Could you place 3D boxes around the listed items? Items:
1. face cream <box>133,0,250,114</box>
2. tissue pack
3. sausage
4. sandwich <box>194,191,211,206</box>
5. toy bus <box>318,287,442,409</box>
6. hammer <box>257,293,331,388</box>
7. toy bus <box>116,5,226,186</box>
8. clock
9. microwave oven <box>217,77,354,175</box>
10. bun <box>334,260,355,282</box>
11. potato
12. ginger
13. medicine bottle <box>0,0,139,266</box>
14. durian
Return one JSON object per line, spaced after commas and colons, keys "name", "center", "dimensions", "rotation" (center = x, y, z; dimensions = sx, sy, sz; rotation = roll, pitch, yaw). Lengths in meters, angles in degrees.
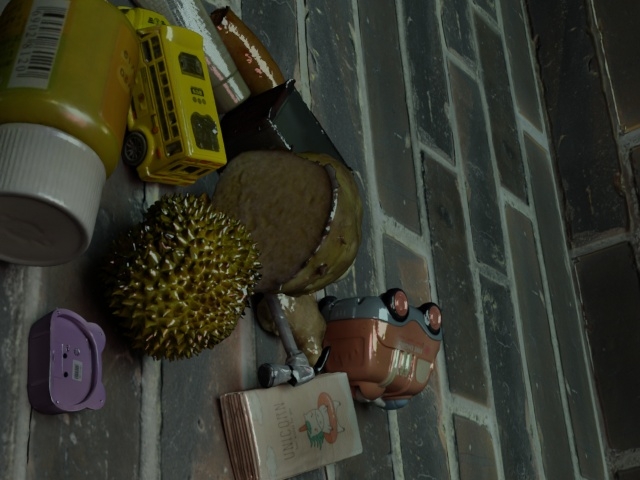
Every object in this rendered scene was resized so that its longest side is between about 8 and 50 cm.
{"name": "face cream", "center": [-0.257, -0.408, 2.021], "dimensions": [0.137, 0.084, 0.341], "rotation": [-38, 111, -16]}
{"name": "tissue pack", "center": [-0.046, 0.343, 1.918], "dimensions": [0.325, 0.071, 0.170], "rotation": [0, 78, -56]}
{"name": "sausage", "center": [-0.149, -0.357, 2.154], "dimensions": [0.271, 0.108, 0.109], "rotation": [54, 34, -23]}
{"name": "sandwich", "center": [-0.197, 0.019, 1.894], "dimensions": [0.193, 0.058, 0.162], "rotation": [59, 32, -14]}
{"name": "toy bus", "center": [0.125, 0.229, 2.157], "dimensions": [0.287, 0.194, 0.232], "rotation": [27, 58, -49]}
{"name": "hammer", "center": [-0.110, 0.075, 1.933], "dimensions": [0.152, 0.044, 0.427], "rotation": [-7, 63, -38]}
{"name": "toy bus", "center": [-0.276, -0.271, 1.852], "dimensions": [0.144, 0.152, 0.330], "rotation": [4, 69, -55]}
{"name": "clock", "center": [-0.373, 0.184, 1.529], "dimensions": [0.110, 0.050, 0.153], "rotation": [25, 52, -49]}
{"name": "microwave oven", "center": [-0.078, -0.168, 2.077], "dimensions": [0.247, 0.178, 0.188], "rotation": [56, 36, -22]}
{"name": "bun", "center": [0.000, 0.000, 2.172], "dimensions": [0.183, 0.102, 0.184], "rotation": [0, 90, -53]}
{"name": "potato", "center": [-0.027, -0.016, 1.881], "dimensions": [0.237, 0.300, 0.289], "rotation": [34, 83, -51]}
{"name": "ginger", "center": [-0.042, 0.159, 2.040], "dimensions": [0.213, 0.074, 0.137], "rotation": [52, 52, -21]}
{"name": "medicine bottle", "center": [-0.399, -0.169, 1.528], "dimensions": [0.224, 0.224, 0.385], "rotation": [38, 41, -41]}
{"name": "durian", "center": [-0.225, 0.047, 1.668], "dimensions": [0.258, 0.258, 0.293], "rotation": [51, 30, -27]}
